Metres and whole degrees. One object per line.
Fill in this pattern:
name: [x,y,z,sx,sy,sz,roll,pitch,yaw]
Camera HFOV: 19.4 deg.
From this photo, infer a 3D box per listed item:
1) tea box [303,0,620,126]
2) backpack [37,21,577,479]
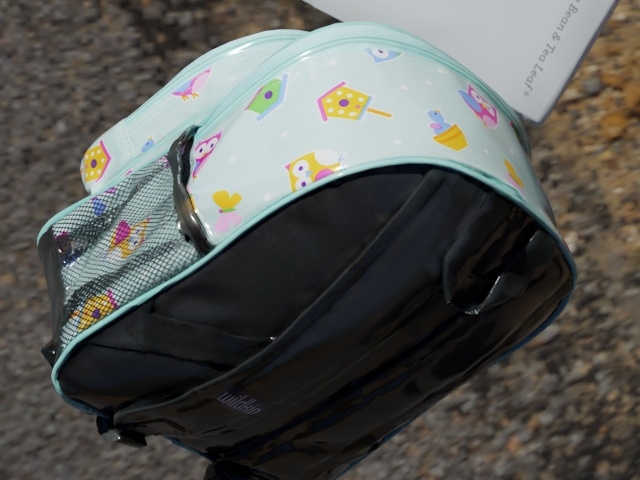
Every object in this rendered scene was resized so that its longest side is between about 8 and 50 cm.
tea box: [0.080,-0.285,0.898,0.220,0.323,0.329,26,109,-10]
backpack: [0.000,0.000,0.752,0.188,0.166,0.144,-30,45,28]
